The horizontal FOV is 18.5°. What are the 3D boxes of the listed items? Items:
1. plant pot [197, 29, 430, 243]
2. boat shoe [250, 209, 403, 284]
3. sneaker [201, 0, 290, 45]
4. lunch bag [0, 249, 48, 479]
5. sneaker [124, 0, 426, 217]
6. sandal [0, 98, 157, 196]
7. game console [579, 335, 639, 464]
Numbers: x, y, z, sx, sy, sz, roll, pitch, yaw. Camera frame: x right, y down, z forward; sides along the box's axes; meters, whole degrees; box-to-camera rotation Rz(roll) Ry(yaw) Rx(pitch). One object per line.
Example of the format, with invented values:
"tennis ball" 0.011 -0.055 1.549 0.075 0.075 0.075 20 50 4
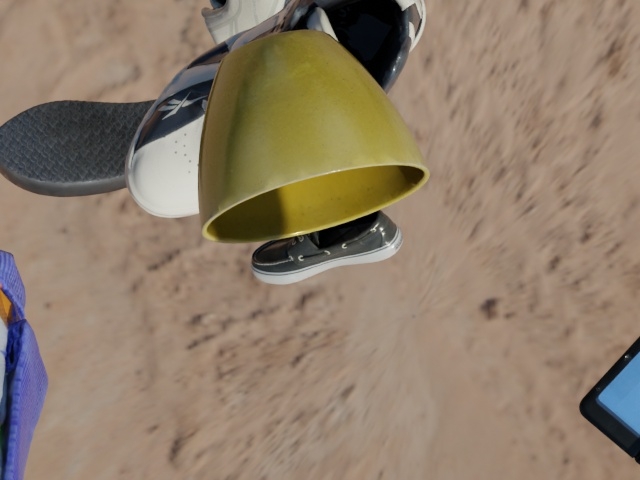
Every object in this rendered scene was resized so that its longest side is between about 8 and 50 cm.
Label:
"plant pot" -0.014 -0.064 1.126 0.134 0.134 0.095 -15 77 2
"boat shoe" 0.000 0.000 1.660 0.142 0.040 0.049 -13 45 24
"sneaker" -0.035 -0.151 1.557 0.118 0.292 0.110 30 63 9
"lunch bag" -0.282 0.155 0.622 0.385 0.239 0.328 -8 51 7
"sneaker" -0.027 -0.098 1.262 0.235 0.153 0.094 -31 94 -3
"sandal" -0.166 -0.080 1.741 0.254 0.054 0.097 -10 55 -24
"game console" 0.285 0.132 1.554 0.071 0.107 0.122 32 104 -35
